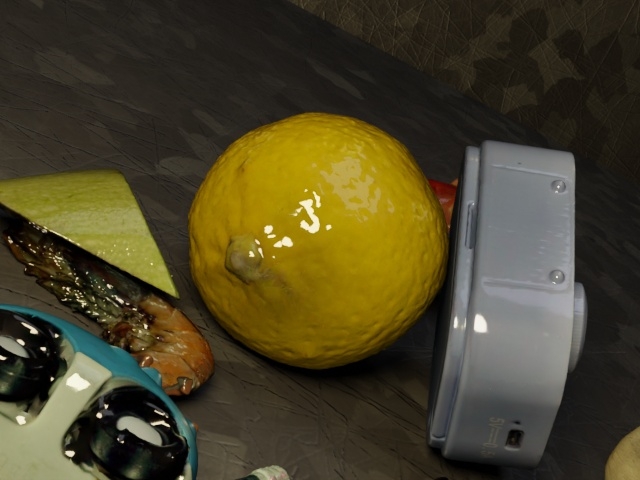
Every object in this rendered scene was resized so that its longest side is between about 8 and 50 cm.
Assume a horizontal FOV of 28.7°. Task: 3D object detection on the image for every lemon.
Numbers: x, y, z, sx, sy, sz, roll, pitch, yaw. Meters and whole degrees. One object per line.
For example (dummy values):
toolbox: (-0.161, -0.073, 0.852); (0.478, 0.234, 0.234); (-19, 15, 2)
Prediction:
lemon: (0.001, 0.000, 1.506); (0.336, 0.336, 0.336); (28, 21, -12)

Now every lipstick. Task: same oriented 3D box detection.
lipstick: (-0.080, 0.246, 1.217); (0.116, 0.037, 0.037); (-4, 41, -49)

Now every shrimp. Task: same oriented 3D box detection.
shrimp: (-0.248, 0.074, 1.317); (0.290, 0.054, 0.222); (36, 20, 13)

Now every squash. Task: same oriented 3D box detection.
squash: (-0.273, -0.008, 1.424); (0.204, 0.155, 0.237); (67, -11, -14)

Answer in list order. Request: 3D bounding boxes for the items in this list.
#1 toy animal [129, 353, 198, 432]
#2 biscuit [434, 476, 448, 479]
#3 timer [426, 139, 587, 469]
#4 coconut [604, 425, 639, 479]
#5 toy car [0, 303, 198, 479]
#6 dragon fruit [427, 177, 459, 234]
toy animal: (-0.247, 0.125, 1.141); (0.230, 0.066, 0.224); (-2, -30, 28)
biscuit: (0.137, 0.306, 1.322); (0.151, 0.063, 0.235); (30, 17, 35)
timer: (0.233, 0.102, 1.539); (0.173, 0.395, 0.395); (6, 22, 3)
coconut: (0.486, 0.331, 1.620); (0.224, 0.224, 0.224); (28, 21, -12)
toy car: (-0.215, 0.156, 1.001); (0.255, 0.188, 0.190); (32, 17, -3)
dragon fruit: (0.153, -0.011, 1.898); (0.269, 0.198, 0.200); (17, -17, -41)
